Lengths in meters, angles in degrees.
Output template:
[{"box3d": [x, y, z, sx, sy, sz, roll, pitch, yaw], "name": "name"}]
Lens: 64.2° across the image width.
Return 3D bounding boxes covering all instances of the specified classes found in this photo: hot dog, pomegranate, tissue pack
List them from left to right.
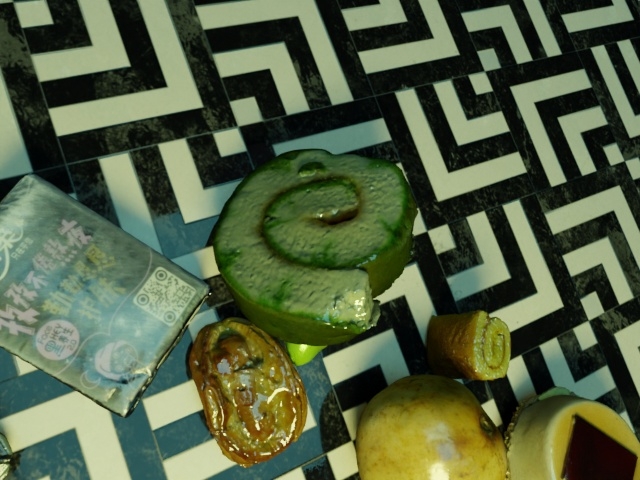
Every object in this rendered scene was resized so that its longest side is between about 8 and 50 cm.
[{"box3d": [-0.395, 0.088, 0.841, 0.361, 0.122, 0.259, 33, 68, -7], "name": "tissue pack"}, {"box3d": [-0.128, 0.257, 0.892, 0.175, 0.114, 0.259, -25, 87, -21], "name": "hot dog"}, {"box3d": [0.188, 0.371, 0.910, 0.260, 0.260, 0.261, 4, 76, -18], "name": "pomegranate"}]

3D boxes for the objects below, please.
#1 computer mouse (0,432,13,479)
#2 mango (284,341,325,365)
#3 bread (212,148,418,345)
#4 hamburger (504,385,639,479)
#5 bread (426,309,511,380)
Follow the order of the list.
[{"box3d": [-0.565, 0.328, 0.756, 0.192, 0.062, 0.106, 10, 74, -23], "name": "computer mouse"}, {"box3d": [0.016, 0.136, 0.964, 0.233, 0.111, 0.125, -52, 132, -15], "name": "mango"}, {"box3d": [0.000, 0.000, 0.901, 0.365, 0.129, 0.382, -17, 55, -6], "name": "bread"}, {"box3d": [0.501, 0.454, 1.021, 0.301, 0.170, 0.302, 8, 67, -19], "name": "hamburger"}, {"box3d": [0.290, 0.211, 1.013, 0.103, 0.172, 0.132, 13, 73, -18], "name": "bread"}]
